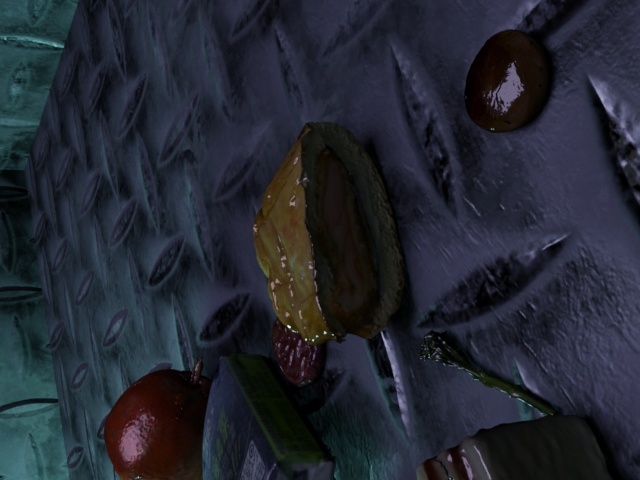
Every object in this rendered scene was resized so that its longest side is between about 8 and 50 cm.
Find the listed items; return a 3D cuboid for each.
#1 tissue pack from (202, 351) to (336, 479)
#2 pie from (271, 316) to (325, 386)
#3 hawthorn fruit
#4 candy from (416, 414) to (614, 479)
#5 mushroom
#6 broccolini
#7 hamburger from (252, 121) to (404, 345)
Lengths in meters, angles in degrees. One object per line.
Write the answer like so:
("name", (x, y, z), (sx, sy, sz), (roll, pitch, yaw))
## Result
("tissue pack", (-0.111, 0.406, 1.224), (0.394, 0.124, 0.288), (-145, 63, -65))
("pie", (-0.044, 0.193, 1.267), (0.154, 0.036, 0.154), (3, 94, 57))
("hawthorn fruit", (-0.317, 0.387, 1.505), (0.276, 0.276, 0.307), (46, 115, 44))
("candy", (0.244, 0.353, 0.718), (0.135, 0.179, 0.321), (-49, 55, 46))
("mushroom", (0.219, -0.192, 0.840), (0.123, 0.052, 0.123), (4, 94, 52))
("broccolini", (0.208, 0.177, 0.890), (0.218, 0.042, 0.044), (32, 119, 49))
("hamburger", (-0.003, 0.001, 1.084), (0.209, 0.162, 0.330), (-26, 73, 56))
